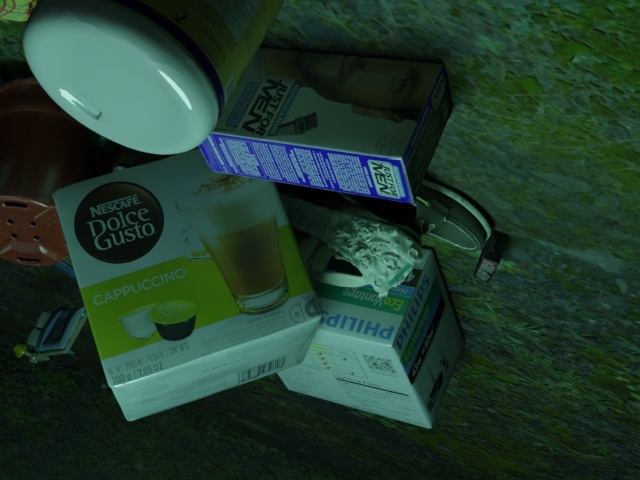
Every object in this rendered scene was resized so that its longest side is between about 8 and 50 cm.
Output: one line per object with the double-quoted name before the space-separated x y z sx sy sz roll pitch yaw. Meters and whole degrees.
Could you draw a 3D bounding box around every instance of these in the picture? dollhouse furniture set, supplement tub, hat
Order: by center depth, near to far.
"supplement tub" -0.178 -0.298 1.094 0.241 0.331 0.241 18 152 10
"hat" -0.399 -0.179 1.576 0.208 0.183 0.173 44 175 -13
"dollhouse furniture set" -0.679 0.153 2.313 0.198 0.303 0.286 40 149 -29

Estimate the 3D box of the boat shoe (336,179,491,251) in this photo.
"boat shoe" 0.150 -0.057 1.512 0.305 0.091 0.109 31 152 -12

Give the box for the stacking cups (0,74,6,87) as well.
"stacking cups" -0.641 -0.292 1.739 0.096 0.096 0.316 14 149 19

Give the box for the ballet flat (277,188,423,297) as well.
"ballet flat" 0.000 0.000 1.573 0.409 0.147 0.147 19 157 49

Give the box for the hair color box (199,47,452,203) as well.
"hair color box" 0.002 -0.177 1.320 0.339 0.185 0.110 11 148 23

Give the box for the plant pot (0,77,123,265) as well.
"plant pot" -0.527 -0.114 1.681 0.272 0.265 0.272 2 142 2

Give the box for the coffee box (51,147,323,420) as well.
"coffee box" -0.222 0.071 1.509 0.337 0.334 0.338 -17 163 -12

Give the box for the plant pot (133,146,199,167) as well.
"plant pot" -0.212 -0.172 1.530 0.237 0.110 0.237 -19 164 -6

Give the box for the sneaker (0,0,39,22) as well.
"sneaker" -0.483 -0.399 1.447 0.208 0.081 0.094 5 154 45

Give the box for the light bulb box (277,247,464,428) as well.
"light bulb box" 0.068 0.175 1.840 0.358 0.225 0.361 10 149 26

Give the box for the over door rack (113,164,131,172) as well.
"over door rack" -0.316 0.004 1.863 0.324 0.108 0.239 25 138 24

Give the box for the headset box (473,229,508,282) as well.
"headset box" 0.299 0.026 1.572 0.032 0.062 0.083 20 153 7
